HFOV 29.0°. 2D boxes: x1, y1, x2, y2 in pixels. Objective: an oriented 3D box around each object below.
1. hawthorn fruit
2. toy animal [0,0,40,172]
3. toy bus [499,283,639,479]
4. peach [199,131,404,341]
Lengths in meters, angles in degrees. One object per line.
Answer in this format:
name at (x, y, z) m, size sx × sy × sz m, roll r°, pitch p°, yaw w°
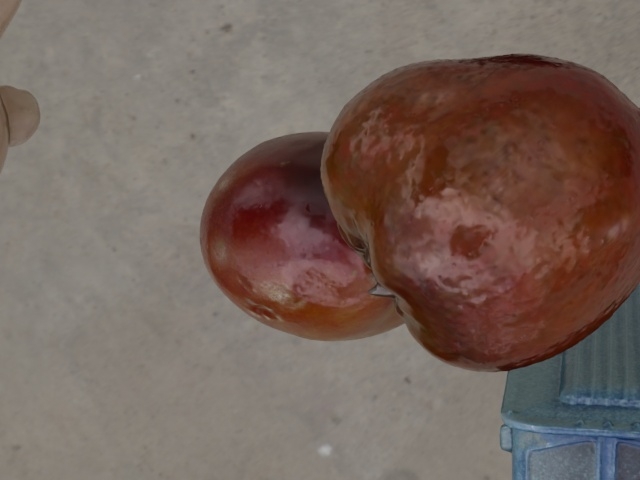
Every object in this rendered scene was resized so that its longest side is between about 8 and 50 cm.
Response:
hawthorn fruit at (0.123, -0.032, 0.736) m, size 0.225 × 0.196 × 0.197 m, roll -30°, pitch 91°, yaw 4°
toy animal at (-0.361, -0.129, 1.012) m, size 0.277 × 0.247 × 0.345 m, roll 37°, pitch 95°, yaw 34°
toy bus at (0.232, 0.146, 1.002) m, size 0.152 × 0.312 × 0.190 m, roll 2°, pitch 111°, yaw 13°
peach at (0.000, 0.000, 1.219) m, size 0.243 × 0.243 × 0.199 m, roll 11°, pitch 66°, yaw 22°
